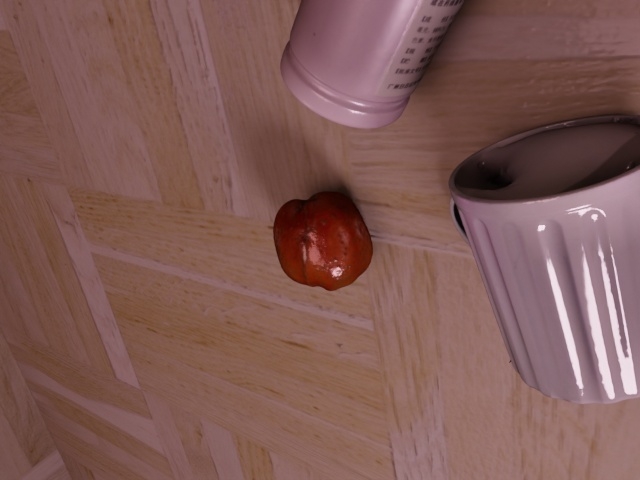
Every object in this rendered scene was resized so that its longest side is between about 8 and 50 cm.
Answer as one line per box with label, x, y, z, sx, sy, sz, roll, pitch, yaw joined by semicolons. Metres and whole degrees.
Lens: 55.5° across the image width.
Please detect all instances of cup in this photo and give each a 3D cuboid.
cup;0.217;0.006;0.538;0.167;0.221;0.202;-17;111;10

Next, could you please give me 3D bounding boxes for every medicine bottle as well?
medicine bottle;0.061;-0.227;0.507;0.133;0.133;0.249;40;137;13

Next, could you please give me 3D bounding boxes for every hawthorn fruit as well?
hawthorn fruit;0.000;0.000;0.725;0.128;0.128;0.128;21;129;29
